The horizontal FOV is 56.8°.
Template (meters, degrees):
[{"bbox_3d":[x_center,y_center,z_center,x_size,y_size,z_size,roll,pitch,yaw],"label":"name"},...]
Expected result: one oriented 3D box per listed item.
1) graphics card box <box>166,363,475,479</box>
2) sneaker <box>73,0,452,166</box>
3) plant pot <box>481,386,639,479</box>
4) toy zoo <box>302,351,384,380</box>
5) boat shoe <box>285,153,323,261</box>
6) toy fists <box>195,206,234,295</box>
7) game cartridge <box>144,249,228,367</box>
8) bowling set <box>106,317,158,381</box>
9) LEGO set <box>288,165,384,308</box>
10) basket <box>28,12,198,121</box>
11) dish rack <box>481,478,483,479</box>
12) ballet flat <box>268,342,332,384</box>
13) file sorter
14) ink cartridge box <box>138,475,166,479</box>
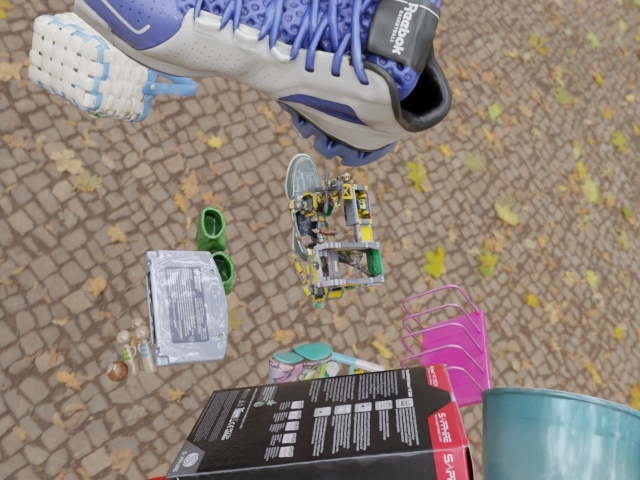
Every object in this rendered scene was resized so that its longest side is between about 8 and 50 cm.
[{"bbox_3d":[0.005,0.274,0.809,0.370,0.233,0.094,-8,103,6],"label":"graphics card box"},{"bbox_3d":[-0.009,-0.169,0.466,0.315,0.182,0.128,24,76,-29],"label":"sneaker"},{"bbox_3d":[0.397,0.407,0.995,0.271,0.271,0.255,22,67,-21],"label":"plant pot"},{"bbox_3d":[0.084,0.458,1.875,0.293,0.192,0.030,15,20,9],"label":"toy zoo"},{"bbox_3d":[-0.034,-0.093,1.729,0.116,0.099,0.320,-4,97,-18],"label":"boat shoe"},{"bbox_3d":[-0.324,0.040,1.818,0.096,0.142,0.279,-5,69,-27],"label":"toy fists"},{"bbox_3d":[-0.339,0.170,1.517,0.198,0.062,0.297,5,64,-36],"label":"game cartridge"},{"bbox_3d":[-0.475,0.277,1.576,0.200,0.287,0.154,-8,82,-54],"label":"bowling set"},{"bbox_3d":[0.000,0.000,1.406,0.192,0.255,0.331,0,87,-39],"label":"LEGO set"},{"bbox_3d":[-0.436,-0.364,1.239,0.254,0.201,0.289,29,28,21],"label":"basket"},{"bbox_3d":[0.439,0.478,1.160,0.074,0.271,0.208,23,102,-41],"label":"dish rack"},{"bbox_3d":[-0.051,0.289,1.364,0.221,0.076,0.079,0,110,-59],"label":"ballet flat"},{"bbox_3d":[0.340,0.300,1.667,0.182,0.202,0.291,46,35,-32],"label":"file sorter"},{"bbox_3d":[-0.331,0.731,1.613,0.272,0.130,0.309,55,10,24],"label":"ink cartridge box"}]
